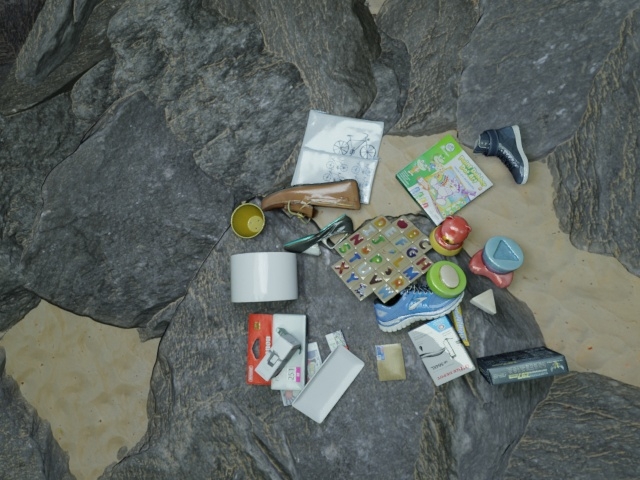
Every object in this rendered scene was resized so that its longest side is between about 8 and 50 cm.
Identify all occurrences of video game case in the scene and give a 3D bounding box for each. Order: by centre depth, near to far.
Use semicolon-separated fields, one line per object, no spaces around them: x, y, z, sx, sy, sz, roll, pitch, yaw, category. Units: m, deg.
-0.074;0.501;1.519;0.184;0.023;0.201;-17;81;9;video game case

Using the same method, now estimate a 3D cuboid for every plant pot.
-0.270;-0.071;1.582;0.134;0.095;0.134;-1;84;10;plant pot

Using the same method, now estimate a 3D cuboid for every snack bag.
0.072;-0.333;1.576;0.323;0.037;0.342;14;86;13;snack bag

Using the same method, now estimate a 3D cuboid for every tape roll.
-0.205;0.135;1.473;0.246;0.246;0.169;-4;84;11;tape roll

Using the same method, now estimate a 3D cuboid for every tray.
0.028;0.512;1.456;0.145;0.030;0.270;42;82;-19;tray

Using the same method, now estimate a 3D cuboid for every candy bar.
0.492;0.295;1.435;0.040;0.018;0.161;-11;83;9;candy bar

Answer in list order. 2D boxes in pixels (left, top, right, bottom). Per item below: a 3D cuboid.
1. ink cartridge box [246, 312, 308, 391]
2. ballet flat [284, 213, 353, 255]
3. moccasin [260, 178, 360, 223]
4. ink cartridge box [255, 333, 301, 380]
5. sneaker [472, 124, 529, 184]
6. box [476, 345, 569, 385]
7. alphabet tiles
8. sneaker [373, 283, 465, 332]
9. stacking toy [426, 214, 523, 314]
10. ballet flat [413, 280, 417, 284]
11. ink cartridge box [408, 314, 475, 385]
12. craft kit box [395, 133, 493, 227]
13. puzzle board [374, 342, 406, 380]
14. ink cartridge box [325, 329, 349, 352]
-0.167;0.411;1.508;0.239;0.060;0.274;0;83;10;ink cartridge box
0.000;0.000;1.528;0.281;0.095;0.096;-27;92;7;ballet flat
-0.039;-0.138;1.517;0.381;0.139;0.146;-5;91;5;moccasin
-0.146;0.407;1.418;0.063;0.109;0.150;36;90;16;ink cartridge box
0.633;-0.294;1.429;0.164;0.086;0.226;-6;73;-1;sneaker
0.645;0.404;1.309;0.233;0.183;0.059;-14;81;8;box
0.224;0.055;1.441;0.343;0.011;0.285;-35;59;-12;alphabet tiles
0.339;0.199;1.402;0.330;0.130;0.147;-23;102;7;sneaker
0.511;0.069;1.337;0.309;0.130;0.279;22;60;6;stacking toy
0.305;0.106;1.474;0.057;0.052;0.168;-24;80;8;ballet flat
0.420;0.374;1.399;0.148;0.086;0.203;-31;79;14;ink cartridge box
0.449;-0.219;1.483;0.247;0.061;0.249;-37;79;2;craft kit box
0.254;0.443;1.469;0.097;0.011;0.128;-9;82;11;puzzle board
0.069;0.396;1.500;0.063;0.029;0.115;-22;80;7;ink cartridge box
